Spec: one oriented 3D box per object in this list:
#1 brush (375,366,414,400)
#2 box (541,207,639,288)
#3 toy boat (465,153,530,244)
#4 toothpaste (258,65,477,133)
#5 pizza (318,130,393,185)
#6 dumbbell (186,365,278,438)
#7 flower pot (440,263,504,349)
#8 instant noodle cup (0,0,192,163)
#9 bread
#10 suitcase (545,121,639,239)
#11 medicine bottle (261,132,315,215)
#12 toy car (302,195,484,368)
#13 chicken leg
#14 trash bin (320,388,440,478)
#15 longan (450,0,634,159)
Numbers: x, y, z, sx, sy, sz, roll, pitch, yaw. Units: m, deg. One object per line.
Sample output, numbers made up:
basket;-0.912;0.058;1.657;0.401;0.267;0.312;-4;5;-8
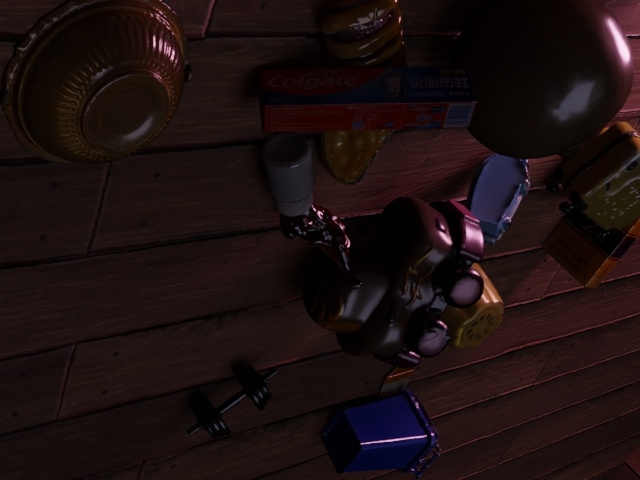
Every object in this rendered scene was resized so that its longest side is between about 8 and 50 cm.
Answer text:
brush;0.207;0.254;2.396;0.090;0.017;0.314;-12;135;-37
box;0.643;-0.026;2.399;0.070;0.152;0.237;6;124;-48
toy boat;0.347;-0.091;2.032;0.098;0.109;0.238;88;25;-56
toothpaste;0.069;-0.212;1.557;0.321;0.076;0.066;-2;146;-8
pizza;0.068;-0.188;1.749;0.176;0.036;0.184;-43;144;-2
dumbbell;-0.170;0.311;2.006;0.208;0.099;0.099;-35;146;-10
flower pot;0.279;0.125;2.178;0.195;0.179;0.195;-27;142;-24
instant noodle cup;-0.270;-0.189;1.360;0.274;0.091;0.274;-26;142;-22
bread;0.075;-0.290;1.600;0.134;0.081;0.225;-35;146;-12
suitcase;0.631;-0.137;2.254;0.235;0.143;0.194;-41;133;20
medicine bottle;-0.050;-0.105;1.681;0.080;0.080;0.130;-30;145;-18
toy car;0.127;0.061;1.925;0.240;0.271;0.340;24;104;-24
chicken leg;0.002;-0.006;1.789;0.219;0.048;0.089;41;67;-20
trash bin;0.140;0.461;2.411;0.235;0.184;0.162;0;137;-37
longan;0.365;-0.273;1.724;0.319;0.319;0.319;-26;143;-22
